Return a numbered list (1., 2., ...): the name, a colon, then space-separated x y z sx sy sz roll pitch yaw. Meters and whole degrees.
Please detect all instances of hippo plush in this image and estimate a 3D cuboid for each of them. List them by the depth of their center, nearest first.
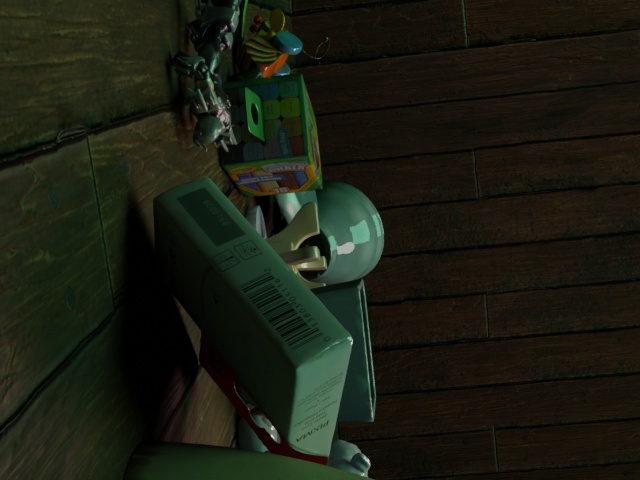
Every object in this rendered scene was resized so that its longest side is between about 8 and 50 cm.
1. hippo plush: -0.024 0.424 1.673 0.294 0.236 0.235 -66 150 -81

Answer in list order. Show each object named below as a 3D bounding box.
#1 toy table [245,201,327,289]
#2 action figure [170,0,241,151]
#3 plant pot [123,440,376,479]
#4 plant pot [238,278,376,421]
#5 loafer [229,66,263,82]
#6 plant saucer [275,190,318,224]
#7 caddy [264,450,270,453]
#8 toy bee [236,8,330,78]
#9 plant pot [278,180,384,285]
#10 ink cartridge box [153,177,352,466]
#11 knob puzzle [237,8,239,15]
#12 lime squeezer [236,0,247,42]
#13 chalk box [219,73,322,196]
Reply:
1. toy table: -0.073 0.053 1.998 0.252 0.160 0.275 -42 125 -84
2. action figure: -0.183 -0.267 1.466 0.185 0.099 0.285 91 1 -61
3. plant pot: -0.065 0.351 1.044 0.256 0.273 0.257 -6 90 -86
4. plant pot: -0.031 0.216 1.735 0.248 0.252 0.247 -12 95 -85
5. loafer: -0.133 -0.303 1.999 0.080 0.078 0.220 49 -11 25
6. plant saucer: -0.070 -0.160 2.248 0.317 0.043 0.318 -17 90 -78
7. caddy: -0.081 0.474 1.348 0.341 0.179 0.241 -84 -169 -68
8. toy bee: -0.125 -0.454 2.128 0.195 0.162 0.298 -55 169 16
9. plant pot: 0.000 0.000 2.472 0.196 0.293 0.293 -27 114 -55
10. ink cartridge box: -0.105 0.157 1.168 0.308 0.091 0.385 46 -36 31
11. knob puzzle: -0.195 -0.559 1.904 0.213 0.029 0.213 -6 90 -79
12. lime squeezer: -0.195 -0.620 2.058 0.110 0.058 0.311 -37 129 -46
13. chalk box: -0.103 -0.216 1.810 0.289 0.179 0.180 66 19 -76
